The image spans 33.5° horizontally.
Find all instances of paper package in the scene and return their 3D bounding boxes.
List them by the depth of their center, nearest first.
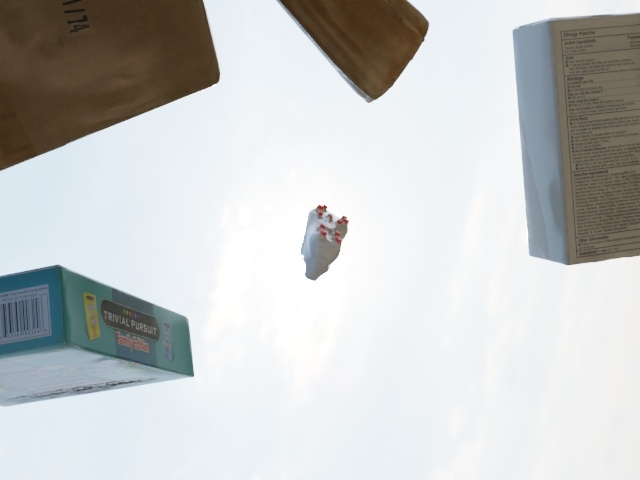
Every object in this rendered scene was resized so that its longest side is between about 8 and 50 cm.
[{"bbox_3d":[-0.269,-0.233,0.914,0.310,0.168,0.325,-23,-25,-6],"label":"paper package"}]

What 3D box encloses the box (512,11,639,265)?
[{"bbox_3d":[0.347,-0.133,1.383,0.121,0.148,0.311,-160,65,-75],"label":"box"}]

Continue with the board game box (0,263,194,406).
[{"bbox_3d":[-0.314,0.113,1.140,0.336,0.254,0.079,42,-141,-72],"label":"board game box"}]

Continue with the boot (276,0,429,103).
[{"bbox_3d":[0.014,-0.317,1.158,0.269,0.089,0.236,40,-113,-14],"label":"boot"}]

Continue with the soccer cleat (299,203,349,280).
[{"bbox_3d":[0.000,0.000,1.584,0.076,0.068,0.196,-60,5,16],"label":"soccer cleat"}]
